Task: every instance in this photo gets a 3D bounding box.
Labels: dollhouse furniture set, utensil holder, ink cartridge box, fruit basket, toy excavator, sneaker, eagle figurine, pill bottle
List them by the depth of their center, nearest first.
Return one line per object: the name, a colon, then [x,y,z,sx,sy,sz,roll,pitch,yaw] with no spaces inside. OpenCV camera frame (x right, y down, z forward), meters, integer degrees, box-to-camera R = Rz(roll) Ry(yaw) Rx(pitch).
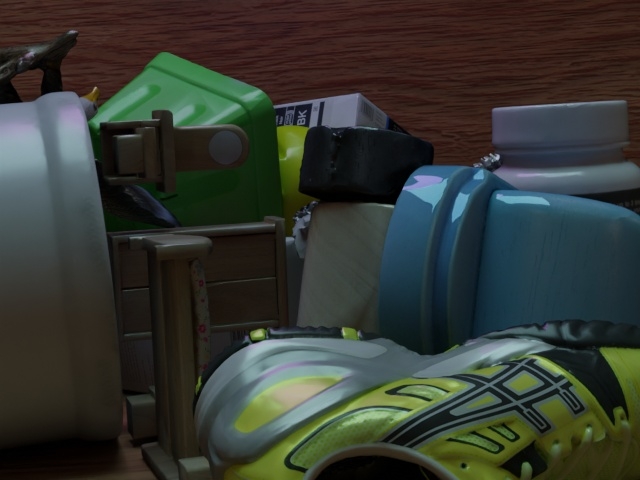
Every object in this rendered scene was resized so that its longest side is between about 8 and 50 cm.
sneaker: [0.111,0.148,0.809,0.385,0.145,0.147,-2,36,-12]
toy excavator: [0.240,0.065,1.007,0.445,0.222,0.433,6,-7,30]
dollhouse furniture set: [-0.072,0.035,1.037,0.174,0.303,0.355,-5,6,-18]
utensil holder: [-0.392,0.043,1.082,0.385,0.327,0.327,-6,6,-14]
pill bottle: [0.252,0.002,1.232,0.161,0.283,0.161,-4,6,0]
eagle figurine: [-0.296,-0.091,1.372,0.225,0.298,0.226,-31,37,-26]
fruit basket: [-0.109,-0.071,1.685,0.283,0.392,0.392,26,24,38]
ink cartridge box: [-0.042,-0.149,1.854,0.333,0.065,0.165,-5,-20,32]

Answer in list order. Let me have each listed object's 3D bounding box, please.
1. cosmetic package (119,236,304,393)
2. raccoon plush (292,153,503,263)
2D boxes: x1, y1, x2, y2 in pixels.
cosmetic package: [-0.204,0.081,1.424,0.365,0.155,0.197,2,11,43]
raccoon plush: [0.167,0.002,1.339,0.299,0.216,0.446,-20,4,10]
